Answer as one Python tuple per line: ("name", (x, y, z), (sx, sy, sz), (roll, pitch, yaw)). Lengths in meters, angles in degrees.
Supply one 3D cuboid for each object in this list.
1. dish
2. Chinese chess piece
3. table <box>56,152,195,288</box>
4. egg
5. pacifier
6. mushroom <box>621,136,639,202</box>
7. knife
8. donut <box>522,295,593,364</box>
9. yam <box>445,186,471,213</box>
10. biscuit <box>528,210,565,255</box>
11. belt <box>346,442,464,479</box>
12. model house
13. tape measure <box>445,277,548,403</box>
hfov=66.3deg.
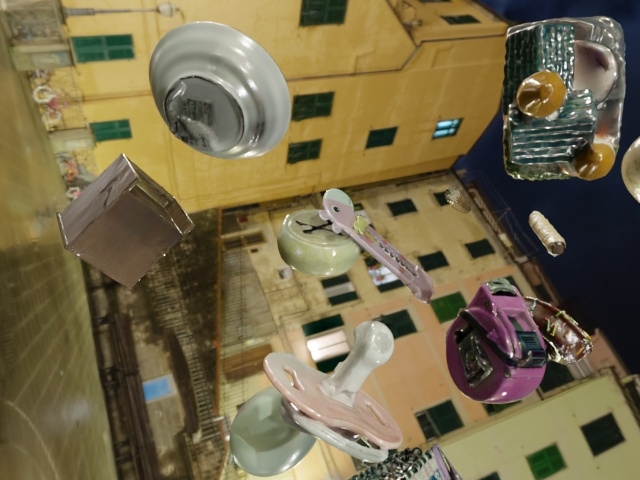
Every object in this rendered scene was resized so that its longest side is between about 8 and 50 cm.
("dish", (-0.223, -0.275, 1.012), (0.106, 0.316, 0.316), (-73, 175, -46))
("Chinese chess piece", (0.000, 0.000, 1.319), (0.238, 0.237, 0.092), (-130, -140, -50))
("table", (-0.412, -0.045, 1.038), (0.169, 0.193, 0.172), (46, -3, -42))
("egg", (-0.097, 0.428, 1.128), (0.264, 0.183, 0.183), (-44, -130, 17))
("pacifier", (0.040, 0.299, 0.984), (0.220, 0.332, 0.273), (-27, -141, 51))
("mushroom", (0.796, -0.182, 1.088), (0.189, 0.195, 0.253), (36, -12, -11))
("knife", (0.157, 0.016, 1.272), (0.398, 0.132, 0.038), (41, -41, -11))
("donut", (0.647, 0.260, 1.388), (0.235, 0.089, 0.235), (45, -8, 8))
("yam", (0.261, -0.073, 0.925), (0.145, 0.032, 0.032), (13, 56, -64))
("biscuit", (0.721, -0.024, 1.562), (0.219, 0.055, 0.061), (-86, 171, -63))
("belt", (0.081, 0.448, 0.725), (0.160, 0.295, 0.207), (60, -18, 13))
("model house", (0.376, -0.216, 0.747), (0.301, 0.190, 0.271), (-31, 121, -65))
("tape measure", (0.385, 0.242, 1.118), (0.245, 0.149, 0.231), (-109, -145, -43))
